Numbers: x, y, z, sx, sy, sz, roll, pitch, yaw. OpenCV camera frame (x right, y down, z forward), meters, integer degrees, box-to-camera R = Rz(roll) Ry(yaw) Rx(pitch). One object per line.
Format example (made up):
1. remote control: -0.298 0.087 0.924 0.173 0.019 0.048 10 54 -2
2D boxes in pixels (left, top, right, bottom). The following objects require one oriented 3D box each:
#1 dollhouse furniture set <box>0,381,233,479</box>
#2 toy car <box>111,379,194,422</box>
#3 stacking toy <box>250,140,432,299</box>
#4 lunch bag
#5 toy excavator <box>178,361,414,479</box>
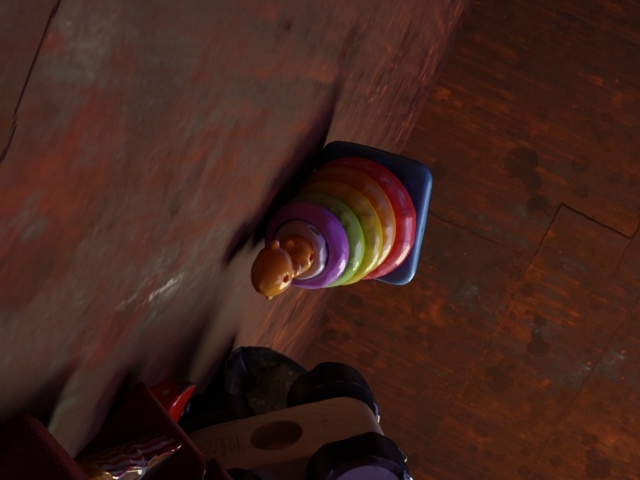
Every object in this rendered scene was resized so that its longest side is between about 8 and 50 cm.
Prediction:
1. dollhouse furniture set: -0.203 0.269 0.447 0.374 0.152 0.201 -46 173 -4
2. toy car: -0.193 0.244 0.683 0.225 0.053 0.239 -57 171 -46
3. stacking toy: 0.000 0.000 0.954 0.302 0.166 0.175 -33 135 -58
4. lunch bag: -0.044 0.300 1.170 0.169 0.287 0.235 -42 162 -25
5. toy excavator: -0.088 0.414 0.918 0.222 0.433 0.444 -123 -158 -71
